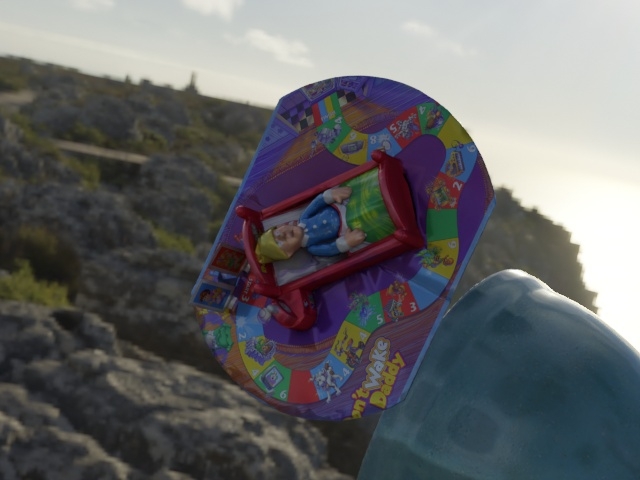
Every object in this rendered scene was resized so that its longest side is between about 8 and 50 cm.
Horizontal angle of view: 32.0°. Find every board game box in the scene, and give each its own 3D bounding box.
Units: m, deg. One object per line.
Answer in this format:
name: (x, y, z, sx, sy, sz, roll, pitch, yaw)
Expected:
board game box: (0.000, 0.000, 0.524, 0.133, 0.168, 0.033, 27, 4, 31)

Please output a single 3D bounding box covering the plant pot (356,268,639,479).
plant pot: (0.184, 0.194, 0.876, 0.196, 0.293, 0.293, 25, 13, 31)
